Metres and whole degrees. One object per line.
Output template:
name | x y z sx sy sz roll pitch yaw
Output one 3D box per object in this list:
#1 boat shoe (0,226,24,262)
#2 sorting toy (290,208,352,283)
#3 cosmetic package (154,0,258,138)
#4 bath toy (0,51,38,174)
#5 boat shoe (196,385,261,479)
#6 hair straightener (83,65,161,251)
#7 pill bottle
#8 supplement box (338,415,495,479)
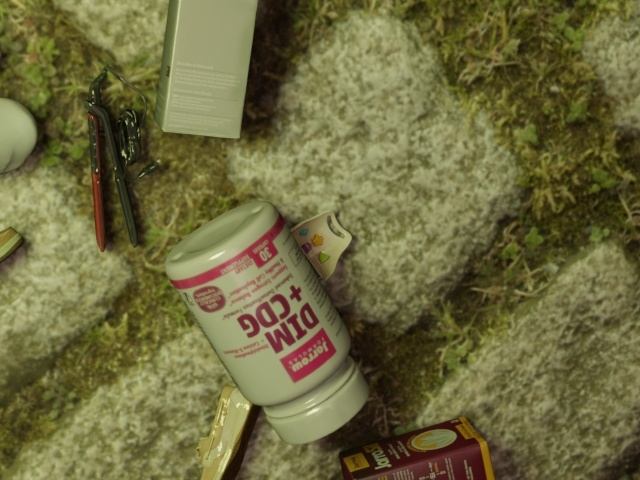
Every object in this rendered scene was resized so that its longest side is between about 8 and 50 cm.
boat shoe | -0.459 0.029 1.522 0.190 0.068 0.072 -33 95 -2
sorting toy | 0.000 0.000 1.617 0.075 0.045 0.083 -38 106 -8
cosmetic package | -0.135 -0.249 1.489 0.107 0.127 0.238 3 100 -12
bath toy | -0.461 -0.222 1.431 0.151 0.129 0.348 -17 107 28
boat shoe | -0.133 0.273 1.644 0.059 0.063 0.170 22 90 18
hair straightener | -0.245 -0.102 1.548 0.089 0.047 0.230 -5 99 -10
pill bottle | -0.061 0.106 1.564 0.160 0.160 0.283 -31 107 -3
supplement box | 0.130 0.314 1.678 0.188 0.104 0.081 -15 104 -8
